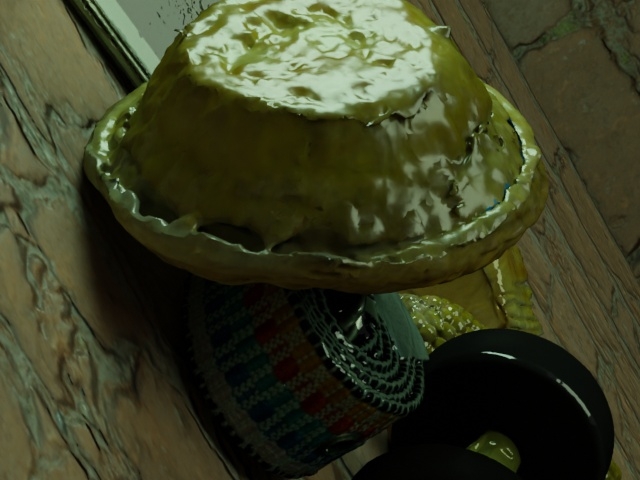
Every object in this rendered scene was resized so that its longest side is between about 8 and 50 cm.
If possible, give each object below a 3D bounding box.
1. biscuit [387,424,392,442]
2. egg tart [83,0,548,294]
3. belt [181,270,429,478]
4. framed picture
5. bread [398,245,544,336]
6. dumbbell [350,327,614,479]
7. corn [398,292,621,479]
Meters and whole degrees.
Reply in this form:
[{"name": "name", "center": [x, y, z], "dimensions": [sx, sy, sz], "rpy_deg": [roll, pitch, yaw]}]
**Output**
[{"name": "biscuit", "center": [0.146, 0.296, 1.912], "dimensions": [0.275, 0.052, 0.355], "rpy_deg": [52, 20, -16]}, {"name": "egg tart", "center": [-0.004, -0.096, 1.545], "dimensions": [0.388, 0.388, 0.169], "rpy_deg": [-88, -179, -58]}, {"name": "belt", "center": [-0.011, 0.078, 1.618], "dimensions": [0.207, 0.150, 0.257], "rpy_deg": [51, 20, -19]}, {"name": "framed picture", "center": [-0.122, -0.226, 1.777], "dimensions": [0.293, 0.018, 0.231], "rpy_deg": [54, 49, -18]}, {"name": "bread", "center": [0.124, 0.036, 2.038], "dimensions": [0.250, 0.179, 0.133], "rpy_deg": [64, 9, 13]}, {"name": "dumbbell", "center": [0.131, 0.224, 1.643], "dimensions": [0.204, 0.203, 0.322], "rpy_deg": [59, 26, -10]}, {"name": "corn", "center": [0.182, 0.177, 1.912], "dimensions": [0.347, 0.130, 0.130], "rpy_deg": [44, 23, -24]}]
